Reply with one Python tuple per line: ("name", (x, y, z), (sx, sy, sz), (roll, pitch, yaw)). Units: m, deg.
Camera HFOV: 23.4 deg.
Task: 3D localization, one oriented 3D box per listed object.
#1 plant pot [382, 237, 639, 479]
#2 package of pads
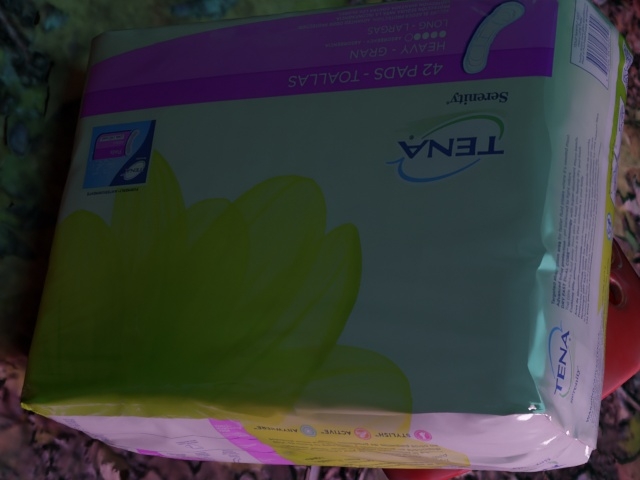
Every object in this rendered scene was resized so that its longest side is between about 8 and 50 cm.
("plant pot", (0.081, 0.028, 0.923), (0.191, 0.191, 0.174), (-33, 92, -40))
("package of pads", (0.000, 0.000, 0.784), (0.101, 0.296, 0.229), (37, 55, -55))
